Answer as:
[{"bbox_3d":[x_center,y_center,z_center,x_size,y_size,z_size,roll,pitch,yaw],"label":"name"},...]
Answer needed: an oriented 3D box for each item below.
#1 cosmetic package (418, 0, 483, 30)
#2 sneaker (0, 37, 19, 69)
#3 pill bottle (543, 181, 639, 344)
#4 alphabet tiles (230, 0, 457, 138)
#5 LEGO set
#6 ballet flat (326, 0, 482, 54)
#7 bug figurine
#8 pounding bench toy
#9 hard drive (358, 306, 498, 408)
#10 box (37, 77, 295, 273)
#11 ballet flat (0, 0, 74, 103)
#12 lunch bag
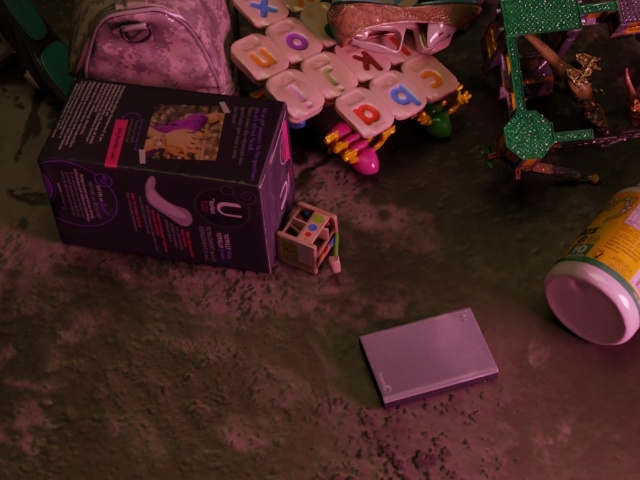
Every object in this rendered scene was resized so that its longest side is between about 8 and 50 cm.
[{"bbox_3d":[0.119,-0.404,1.863,0.238,0.127,0.107,33,91,30],"label":"cosmetic package"},{"bbox_3d":[-0.562,-0.261,1.768,0.158,0.182,0.410,29,58,25],"label":"sneaker"},{"bbox_3d":[0.357,0.012,1.529,0.117,0.117,0.208,31,59,25],"label":"pill bottle"},{"bbox_3d":[0.029,-0.251,1.711,0.284,0.021,0.278,-30,65,-31],"label":"alphabet tiles"},{"bbox_3d":[0.342,-0.193,1.698,0.331,0.192,0.255,-15,81,-5],"label":"LEGO set"},{"bbox_3d":[0.108,-0.269,1.699,0.206,0.073,0.067,-4,82,-13],"label":"ballet flat"},{"bbox_3d":[0.054,-0.186,1.740,0.279,0.072,0.216,-27,60,-23],"label":"bug figurine"},{"bbox_3d":[0.000,0.000,1.604,0.083,0.052,0.065,22,55,20],"label":"pounding bench toy"},{"bbox_3d":[0.120,0.132,1.508,0.135,0.022,0.094,-15,52,-8],"label":"hard drive"},{"bbox_3d":[-0.178,-0.079,1.606,0.270,0.165,0.143,9,52,10],"label":"box"},{"bbox_3d":[-0.381,-0.255,1.792,0.074,0.203,0.074,-32,15,10],"label":"ballet flat"},{"bbox_3d":[-0.215,-0.295,1.727,0.212,0.256,0.305,-4,50,0],"label":"lunch bag"}]
